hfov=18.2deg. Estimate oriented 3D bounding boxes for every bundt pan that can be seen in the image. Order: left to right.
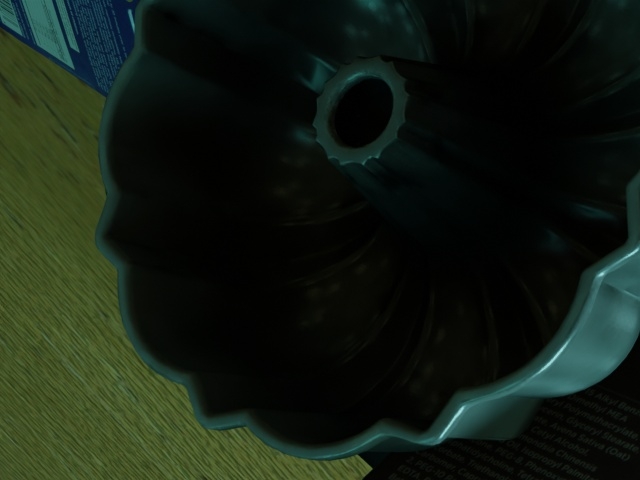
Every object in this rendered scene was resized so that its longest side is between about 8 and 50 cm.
[{"bbox_3d":[0.053,-0.047,0.972,0.331,0.331,0.124,11,173,39],"label":"bundt pan"}]

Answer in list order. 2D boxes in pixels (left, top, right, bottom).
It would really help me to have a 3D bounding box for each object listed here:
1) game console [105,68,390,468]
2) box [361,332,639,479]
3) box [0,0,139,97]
[{"bbox_3d":[0.000,0.000,1.261,0.342,0.060,0.386,46,156,13],"label":"game console"},{"bbox_3d":[0.091,0.202,0.985,0.143,0.381,0.191,20,143,44],"label":"box"},{"bbox_3d":[-0.144,-0.154,1.193,0.225,0.036,0.136,36,148,45],"label":"box"}]
